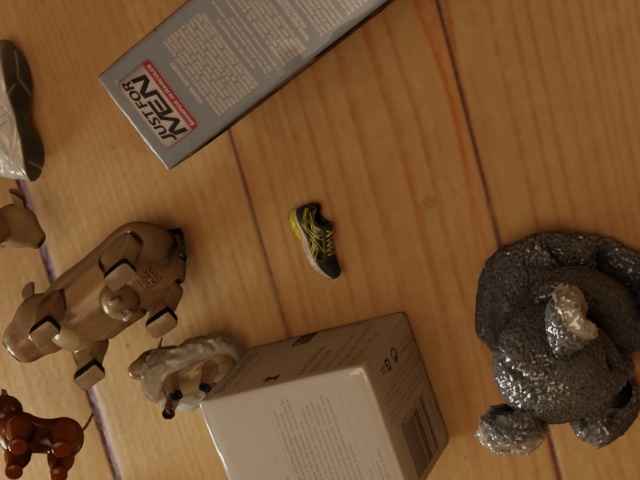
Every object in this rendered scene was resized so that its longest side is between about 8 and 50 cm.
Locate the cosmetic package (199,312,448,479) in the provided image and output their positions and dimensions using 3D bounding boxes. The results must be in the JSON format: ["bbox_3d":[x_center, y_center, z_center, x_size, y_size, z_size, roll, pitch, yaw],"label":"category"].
[{"bbox_3d":[0.007,0.182,1.646,0.184,0.151,0.151,-14,102,22],"label":"cosmetic package"}]

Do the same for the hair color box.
[{"bbox_3d":[-0.007,-0.230,1.489,0.374,0.185,0.113,-35,95,26],"label":"hair color box"}]

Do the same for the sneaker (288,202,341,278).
[{"bbox_3d":[0.000,0.000,1.652,0.035,0.031,0.083,-29,97,25],"label":"sneaker"}]

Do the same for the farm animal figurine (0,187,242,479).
[{"bbox_3d":[-0.279,0.063,1.700,0.327,0.172,0.330,-20,115,6],"label":"farm animal figurine"}]

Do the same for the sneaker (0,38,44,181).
[{"bbox_3d":[-0.333,-0.134,1.714,0.061,0.054,0.152,3,109,22],"label":"sneaker"}]

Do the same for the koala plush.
[{"bbox_3d":[0.217,0.100,1.502,0.203,0.221,0.196,31,116,8],"label":"koala plush"}]
